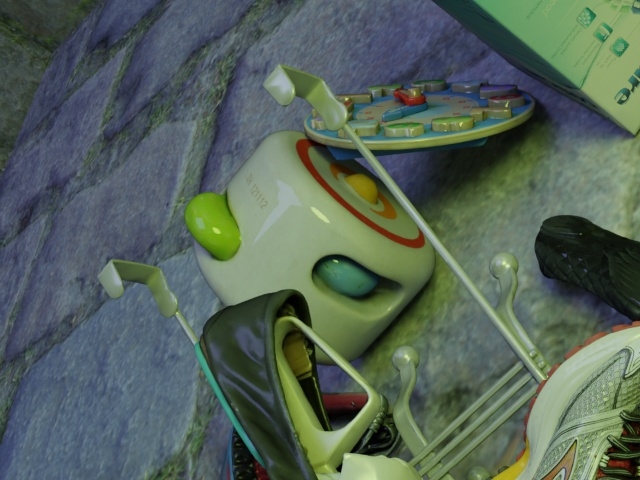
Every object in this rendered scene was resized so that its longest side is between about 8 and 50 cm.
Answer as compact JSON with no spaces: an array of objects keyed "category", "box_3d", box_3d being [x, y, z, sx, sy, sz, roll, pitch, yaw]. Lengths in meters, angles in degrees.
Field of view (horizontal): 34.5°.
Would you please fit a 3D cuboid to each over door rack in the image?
[{"category":"over door rack","box_3d":[0.019,0.063,0.772,0.239,0.108,0.324,-47,74,22]}]

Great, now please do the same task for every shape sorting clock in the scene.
[{"category":"shape sorting clock","box_3d":[0.087,-0.117,0.920,0.206,0.040,0.206,-10,20,4]}]

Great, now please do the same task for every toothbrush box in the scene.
[{"category":"toothbrush box","box_3d":[0.139,-0.234,0.808,0.126,0.296,0.216,-53,27,9]}]

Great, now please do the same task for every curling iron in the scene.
[{"category":"curling iron","box_3d":[-0.017,0.163,0.945,0.274,0.035,0.068,-3,60,58]}]

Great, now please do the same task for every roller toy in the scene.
[{"category":"roller toy","box_3d":[0.000,0.000,0.916,0.146,0.191,0.209,-50,-10,18]}]

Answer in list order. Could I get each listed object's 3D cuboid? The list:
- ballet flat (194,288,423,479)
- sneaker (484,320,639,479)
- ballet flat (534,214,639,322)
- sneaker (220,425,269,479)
[{"category":"ballet flat","box_3d":[0.003,0.141,0.642,0.096,0.095,0.280,-34,58,9]},{"category":"sneaker","box_3d":[0.165,0.150,0.620,0.225,0.088,0.092,-62,30,14]},{"category":"ballet flat","box_3d":[0.209,0.028,0.714,0.058,0.049,0.173,-18,26,-15]},{"category":"sneaker","box_3d":[-0.045,0.271,0.849,0.125,0.104,0.261,116,164,-55]}]
